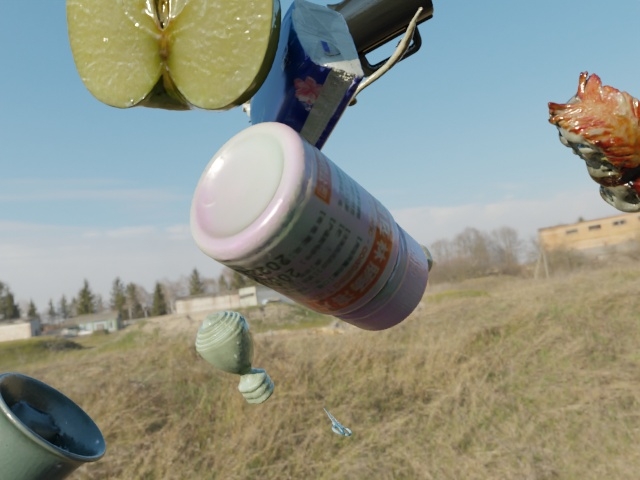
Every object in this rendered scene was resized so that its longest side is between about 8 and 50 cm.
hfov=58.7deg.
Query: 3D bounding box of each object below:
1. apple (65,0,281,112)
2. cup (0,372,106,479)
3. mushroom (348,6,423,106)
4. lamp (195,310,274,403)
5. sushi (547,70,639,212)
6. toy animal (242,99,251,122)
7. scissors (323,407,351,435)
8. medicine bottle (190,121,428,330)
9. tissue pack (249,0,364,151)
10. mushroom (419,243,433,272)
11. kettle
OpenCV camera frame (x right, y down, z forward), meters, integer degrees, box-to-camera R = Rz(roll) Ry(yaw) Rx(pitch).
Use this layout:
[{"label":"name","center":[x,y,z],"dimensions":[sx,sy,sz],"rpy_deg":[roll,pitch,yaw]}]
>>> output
[{"label":"apple","center":[-0.239,-0.399,0.946],"dimensions":[0.319,0.361,0.311],"rpy_deg":[-3,11,-29]},{"label":"cup","center":[-0.450,0.320,0.854],"dimensions":[0.150,0.199,0.199],"rpy_deg":[-51,0,-8]},{"label":"mushroom","center":[0.163,-0.446,1.414],"dimensions":[0.306,0.043,0.068],"rpy_deg":[-44,2,34]},{"label":"lamp","center":[-0.160,0.219,1.073],"dimensions":[0.106,0.193,0.106],"rpy_deg":[-27,16,8]},{"label":"sushi","center":[0.524,-0.148,0.990],"dimensions":[0.332,0.124,0.130],"rpy_deg":[41,0,-29]},{"label":"toy animal","center":[-0.189,-0.513,1.937],"dimensions":[0.174,0.290,0.249],"rpy_deg":[-6,-27,-34]},{"label":"scissors","center":[0.023,0.302,0.952],"dimensions":[0.036,0.006,0.083],"rpy_deg":[19,6,-29]},{"label":"medicine bottle","center":[0.000,0.000,0.914],"dimensions":[0.219,0.220,0.388],"rpy_deg":[-12,-32,35]},{"label":"tissue pack","center":[-0.043,-0.289,1.100],"dimensions":[0.137,0.209,0.270],"rpy_deg":[5,-36,-28]},{"label":"mushroom","center":[0.199,0.042,1.235],"dimensions":[0.085,0.085,0.079],"rpy_deg":[-11,-26,29]},{"label":"kettle","center":[0.205,-0.744,1.910],"dimensions":[0.307,0.203,0.262],"rpy_deg":[-31,-40,7]}]
